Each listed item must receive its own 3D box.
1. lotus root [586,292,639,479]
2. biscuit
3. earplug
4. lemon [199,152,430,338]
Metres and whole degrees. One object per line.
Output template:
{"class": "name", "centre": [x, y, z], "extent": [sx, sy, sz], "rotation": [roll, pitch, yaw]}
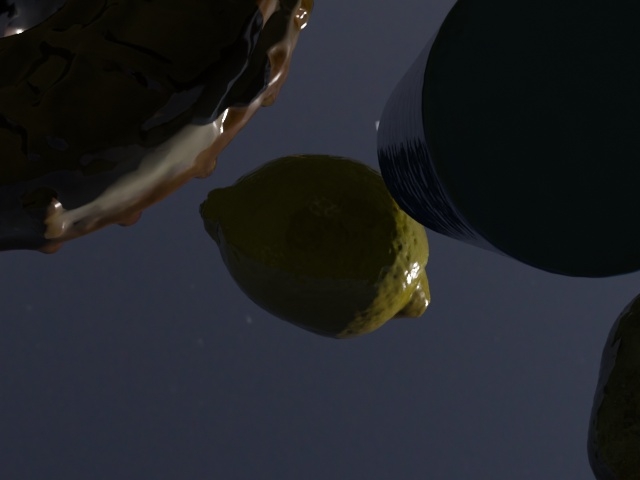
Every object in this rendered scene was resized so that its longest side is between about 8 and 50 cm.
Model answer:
{"class": "lotus root", "centre": [0.409, 0.193, 1.634], "extent": [0.175, 0.175, 0.350], "rotation": [9, -120, 29]}
{"class": "biscuit", "centre": [-0.158, -0.137, 0.806], "extent": [0.332, 0.103, 0.332], "rotation": [-14, -131, 16]}
{"class": "earplug", "centre": [0.091, -0.052, 0.648], "extent": [0.132, 0.132, 0.273], "rotation": [-18, -178, -5]}
{"class": "lemon", "centre": [0.000, 0.000, 1.329], "extent": [0.248, 0.184, 0.184], "rotation": [24, -139, -1]}
